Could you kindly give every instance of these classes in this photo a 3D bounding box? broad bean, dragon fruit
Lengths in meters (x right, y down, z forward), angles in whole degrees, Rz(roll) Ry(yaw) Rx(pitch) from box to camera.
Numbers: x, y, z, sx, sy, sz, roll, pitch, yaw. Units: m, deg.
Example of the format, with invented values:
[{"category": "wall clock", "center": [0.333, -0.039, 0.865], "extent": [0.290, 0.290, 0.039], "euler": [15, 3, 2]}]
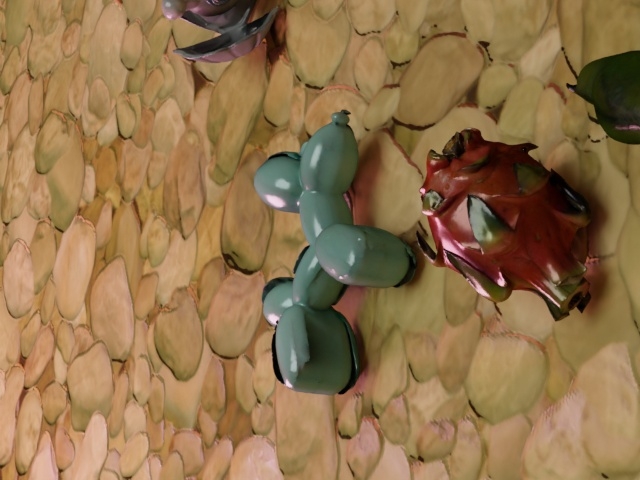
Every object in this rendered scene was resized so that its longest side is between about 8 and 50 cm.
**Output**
[{"category": "broad bean", "center": [0.184, -0.059, 0.929], "extent": [0.195, 0.046, 0.061], "euler": [52, 124, 49]}, {"category": "dragon fruit", "center": [0.105, -0.008, 1.020], "extent": [0.116, 0.086, 0.081], "euler": [36, 160, 20]}]

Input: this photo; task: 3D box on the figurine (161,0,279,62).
[{"category": "figurine", "center": [-0.071, -0.173, 1.356], "extent": [0.086, 0.094, 0.082], "euler": [-90, -24, -72]}]

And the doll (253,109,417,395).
[{"category": "doll", "center": [0.000, 0.000, 1.209], "extent": [0.158, 0.059, 0.159], "euler": [53, 129, 50]}]
